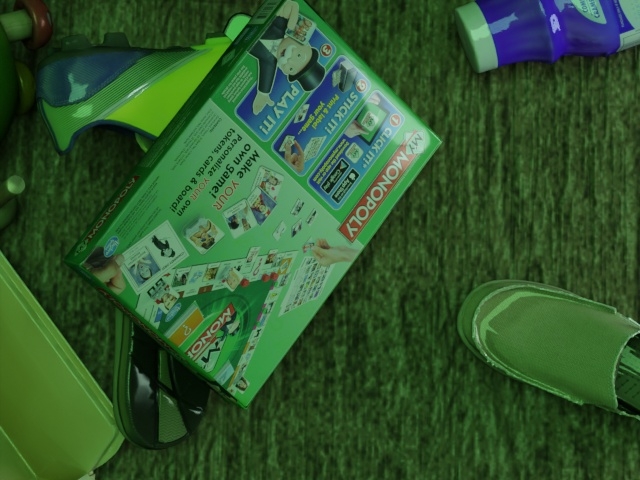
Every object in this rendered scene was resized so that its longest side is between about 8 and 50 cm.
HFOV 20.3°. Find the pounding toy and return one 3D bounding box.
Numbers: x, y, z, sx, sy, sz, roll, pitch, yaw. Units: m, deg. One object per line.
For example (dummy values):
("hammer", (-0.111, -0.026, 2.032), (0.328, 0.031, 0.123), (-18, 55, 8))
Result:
("pounding toy", (-0.296, -0.141, 1.661), (0.110, 0.183, 0.237), (-17, 83, -28))

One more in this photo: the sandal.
("sandal", (-0.149, 0.042, 1.654), (0.120, 0.086, 0.303), (19, 75, -31))

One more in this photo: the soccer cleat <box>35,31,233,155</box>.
("soccer cleat", (-0.122, -0.128, 1.643), (0.289, 0.093, 0.121), (-4, 84, -26))

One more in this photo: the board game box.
("board game box", (-0.055, -0.038, 1.611), (0.213, 0.046, 0.317), (44, 74, -26))

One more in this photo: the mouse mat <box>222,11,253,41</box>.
("mouse mat", (-0.055, -0.110, 1.720), (0.152, 0.007, 0.190), (25, 85, 3))

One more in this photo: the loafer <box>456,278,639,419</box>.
("loafer", (0.257, 0.105, 1.652), (0.268, 0.092, 0.102), (20, 84, 2))

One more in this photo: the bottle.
("bottle", (0.269, -0.236, 1.691), (0.283, 0.092, 0.118), (-19, 85, -2))

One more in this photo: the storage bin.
("storage bin", (-0.335, 0.146, 1.552), (0.123, 0.262, 0.260), (-41, 84, 28))
